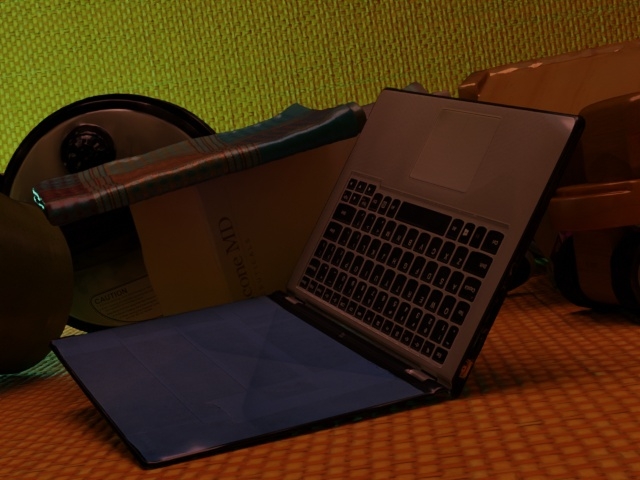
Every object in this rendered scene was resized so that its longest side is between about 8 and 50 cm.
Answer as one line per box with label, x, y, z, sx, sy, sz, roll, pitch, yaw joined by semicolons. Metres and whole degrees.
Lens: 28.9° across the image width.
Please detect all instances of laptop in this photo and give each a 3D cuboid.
laptop;-0.025;0.004;1.160;0.236;0.408;0.382;26;-1;-26

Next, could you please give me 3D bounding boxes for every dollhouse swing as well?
dollhouse swing;0.377;-0.113;1.672;0.347;0.315;0.305;-9;36;19

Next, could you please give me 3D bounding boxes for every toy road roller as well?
toy road roller;0.417;-0.052;1.384;0.330;0.240;0.202;-9;3;-13

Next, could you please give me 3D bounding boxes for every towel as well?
towel;-0.151;-0.098;1.462;0.370;0.040;0.271;-18;11;-14

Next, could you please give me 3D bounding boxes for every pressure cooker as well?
pressure cooker;-0.300;-0.042;1.882;0.375;0.370;0.420;25;3;-6

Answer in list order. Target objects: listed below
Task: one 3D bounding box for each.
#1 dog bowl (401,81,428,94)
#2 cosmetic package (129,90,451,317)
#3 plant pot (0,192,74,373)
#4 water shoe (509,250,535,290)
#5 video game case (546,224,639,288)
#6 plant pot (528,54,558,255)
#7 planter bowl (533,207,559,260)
dog bowl;0.173;-0.090;2.096;0.102;0.348;0.349;-22;4;-3
cosmetic package;-0.004;-0.029;1.623;0.453;0.230;0.161;-24;13;-38
plant pot;-0.512;0.048;1.549;0.366;0.366;0.353;-7;-8;32
water shoe;0.198;0.061;1.716;0.203;0.073;0.080;-13;22;20
video game case;0.414;-0.010;1.613;0.232;0.041;0.210;-20;-14;1
plant pot;0.383;-0.110;2.114;0.341;0.341;0.334;-9;-5;-11
planter bowl;0.395;-0.005;1.856;0.162;0.109;0.162;-9;2;0
